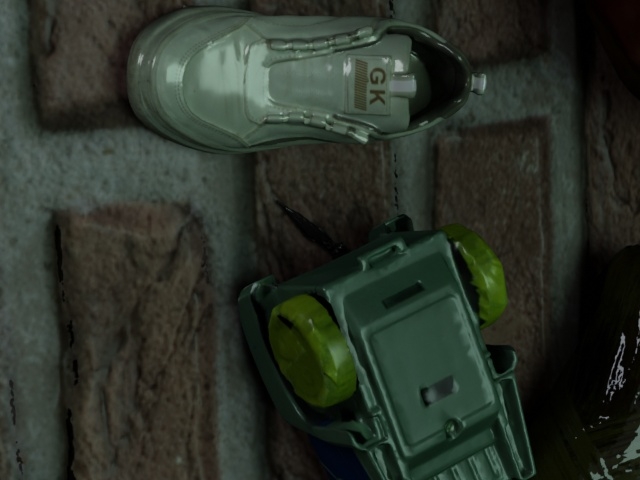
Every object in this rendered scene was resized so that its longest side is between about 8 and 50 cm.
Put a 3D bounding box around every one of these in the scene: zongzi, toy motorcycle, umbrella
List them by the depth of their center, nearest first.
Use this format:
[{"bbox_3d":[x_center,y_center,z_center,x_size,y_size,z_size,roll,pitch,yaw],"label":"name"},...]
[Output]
[{"bbox_3d":[0.066,0.155,1.649,0.191,0.200,0.326,-24,102,-28],"label":"toy motorcycle"},{"bbox_3d":[0.002,-0.002,1.678,0.022,0.013,0.122,-43,125,1],"label":"umbrella"},{"bbox_3d":[0.244,0.159,1.824,0.300,0.138,0.286,-9,104,-20],"label":"zongzi"}]

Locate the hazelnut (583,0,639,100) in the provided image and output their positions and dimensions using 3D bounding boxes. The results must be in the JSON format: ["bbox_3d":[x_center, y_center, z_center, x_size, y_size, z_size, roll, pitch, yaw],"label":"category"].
[{"bbox_3d":[0.440,-0.267,1.737,0.421,0.421,0.352,56,21,-30],"label":"hazelnut"}]

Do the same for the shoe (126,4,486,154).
[{"bbox_3d":[0.006,-0.130,1.569,0.316,0.159,0.124,-9,104,-39],"label":"shoe"}]
